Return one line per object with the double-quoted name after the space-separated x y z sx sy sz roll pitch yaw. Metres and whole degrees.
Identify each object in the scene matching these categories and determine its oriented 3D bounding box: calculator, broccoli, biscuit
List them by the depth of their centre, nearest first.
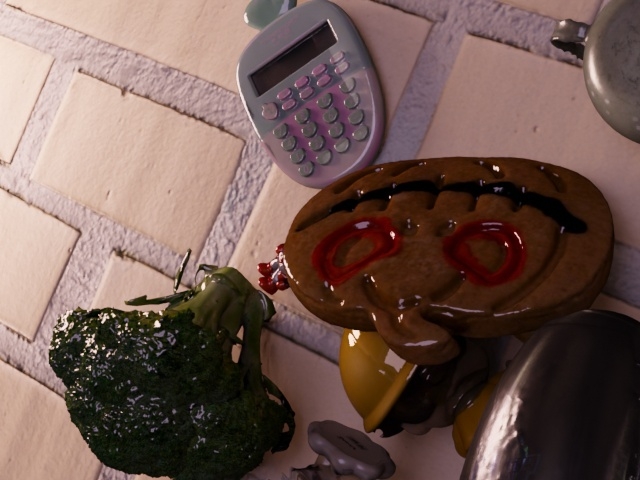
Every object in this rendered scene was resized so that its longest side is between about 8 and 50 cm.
0.131 0.010 1.410 0.367 0.063 0.314 1 39 20 "biscuit"
-0.182 0.154 1.581 0.321 0.304 0.283 11 54 30 "broccoli"
-0.017 -0.204 1.676 0.185 0.041 0.299 -34 65 20 "calculator"

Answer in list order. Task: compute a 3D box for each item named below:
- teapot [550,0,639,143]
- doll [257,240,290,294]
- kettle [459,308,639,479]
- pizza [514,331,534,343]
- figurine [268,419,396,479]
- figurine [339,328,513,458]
0.381 -0.190 1.382 0.294 0.129 0.193 19 89 35 "teapot"
0.000 -0.001 1.607 0.195 0.062 0.104 -35 20 26 "doll"
0.267 0.216 1.189 0.321 0.228 0.324 -14 56 56 "kettle"
0.236 0.055 1.462 0.099 0.036 0.160 -43 61 16 "pizza"
-0.024 0.391 1.452 0.207 0.166 0.387 35 112 42 "figurine"
0.135 0.155 1.427 0.257 0.167 0.192 34 83 30 "figurine"
